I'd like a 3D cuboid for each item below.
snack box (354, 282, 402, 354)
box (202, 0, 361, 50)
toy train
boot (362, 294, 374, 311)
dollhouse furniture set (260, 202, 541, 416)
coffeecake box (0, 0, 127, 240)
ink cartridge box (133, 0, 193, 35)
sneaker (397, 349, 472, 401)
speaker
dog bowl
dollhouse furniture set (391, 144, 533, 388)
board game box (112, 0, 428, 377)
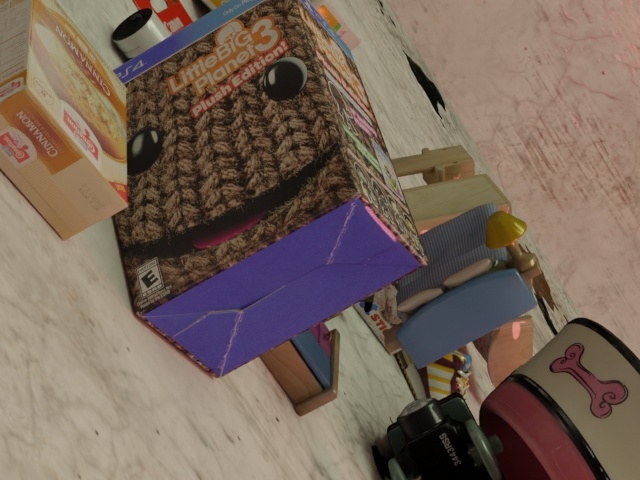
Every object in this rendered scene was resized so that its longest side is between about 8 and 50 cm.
[{"bbox_3d":[0.071,0.066,2.203,0.178,0.064,0.022,53,16,-29],"label":"snack box"},{"bbox_3d":[-0.060,-0.290,2.217,0.203,0.114,0.103,47,1,41],"label":"box"},{"bbox_3d":[0.183,0.323,1.980,0.334,0.142,0.190,61,4,-1],"label":"toy train"},{"bbox_3d":[0.000,0.000,2.082,0.198,0.137,0.077,16,-4,-24],"label":"boot"},{"bbox_3d":[0.060,-0.012,1.824,0.198,0.303,0.286,57,14,-20],"label":"dollhouse furniture set"},{"bbox_3d":[-0.229,-0.114,1.482,0.142,0.068,0.185,53,17,-34],"label":"coffeecake box"},{"bbox_3d":[-0.125,-0.216,2.084,0.232,0.066,0.189,63,13,-10],"label":"ink cartridge box"},{"bbox_3d":[0.167,0.189,2.265,0.185,0.084,0.069,63,14,7],"label":"sneaker"},{"bbox_3d":[-0.164,-0.183,1.874,0.136,0.055,0.055,54,16,-30],"label":"speaker"},{"bbox_3d":[0.323,0.300,1.981,0.408,0.150,0.408,61,-9,16],"label":"dog bowl"},{"bbox_3d":[0.183,0.084,2.631,0.303,0.174,0.355,-120,-157,-57],"label":"dollhouse furniture set"},{"bbox_3d":[-0.066,-0.063,1.625,0.141,0.232,0.291,45,21,-48],"label":"board game box"}]
